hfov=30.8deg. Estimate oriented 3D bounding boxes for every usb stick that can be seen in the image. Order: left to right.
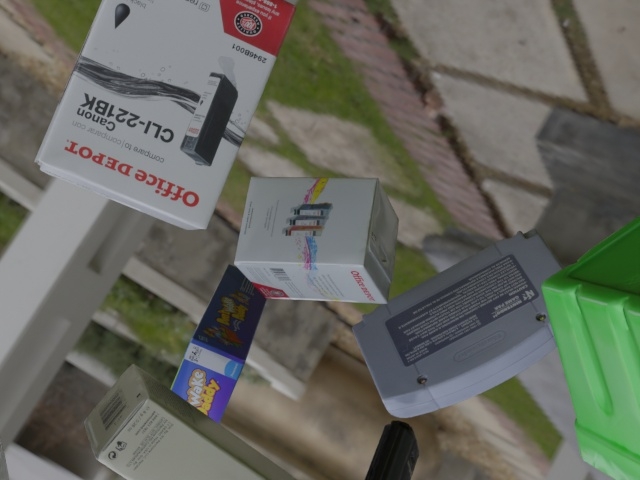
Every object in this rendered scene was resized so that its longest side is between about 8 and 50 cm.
[{"bbox_3d":[0.062,0.341,1.389,0.045,0.278,0.077,-2,133,28],"label":"usb stick"}]

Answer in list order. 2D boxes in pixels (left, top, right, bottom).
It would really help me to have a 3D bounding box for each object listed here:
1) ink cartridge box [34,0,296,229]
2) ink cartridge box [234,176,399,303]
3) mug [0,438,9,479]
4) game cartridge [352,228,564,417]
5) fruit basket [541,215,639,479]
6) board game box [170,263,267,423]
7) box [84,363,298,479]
[{"bbox_3d":[-0.174,-0.169,1.291,0.197,0.273,0.114,23,177,-14],"label":"ink cartridge box"},{"bbox_3d":[0.000,0.000,1.501,0.176,0.127,0.128,2,156,19],"label":"ink cartridge box"},{"bbox_3d":[-0.526,0.262,1.234,0.328,0.374,0.276,-7,168,-2],"label":"mug"},{"bbox_3d":[0.199,0.114,1.555,0.060,0.294,0.196,59,-174,-34],"label":"game cartridge"},{"bbox_3d":[0.355,0.162,0.869,0.392,0.283,0.392,55,172,12],"label":"fruit basket"},{"bbox_3d":[-0.165,0.197,1.693,0.078,0.233,0.347,23,-165,-3],"label":"board game box"},{"bbox_3d":[-0.134,0.266,1.346,0.275,0.094,0.113,40,180,-23],"label":"box"}]
